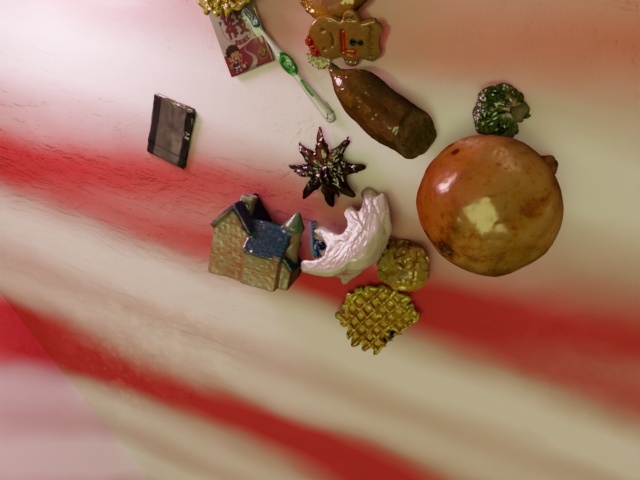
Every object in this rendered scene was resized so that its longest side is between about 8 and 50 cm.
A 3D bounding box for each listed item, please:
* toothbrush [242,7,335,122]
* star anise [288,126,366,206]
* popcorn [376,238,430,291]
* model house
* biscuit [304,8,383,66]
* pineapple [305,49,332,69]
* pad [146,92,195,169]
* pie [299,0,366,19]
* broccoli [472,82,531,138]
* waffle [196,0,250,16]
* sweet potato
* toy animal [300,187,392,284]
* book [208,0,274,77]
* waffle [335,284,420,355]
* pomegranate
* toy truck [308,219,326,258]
[{"bbox_3d":[-0.091,-0.529,1.471,0.042,0.040,0.418,-38,103,10],"label":"toothbrush"},{"bbox_3d":[0.006,-0.221,1.540,0.271,0.102,0.272,8,113,20],"label":"star anise"},{"bbox_3d":[0.267,0.081,1.556,0.179,0.180,0.170,-8,138,23],"label":"popcorn"},{"bbox_3d":[-0.202,-0.013,1.642,0.312,0.245,0.280,14,109,13],"label":"model house"},{"bbox_3d":[0.063,-0.570,1.364,0.225,0.036,0.166,12,144,11],"label":"biscuit"},{"bbox_3d":[-0.008,-0.540,1.451,0.083,0.019,0.045,27,116,4],"label":"pineapple"},{"bbox_3d":[-0.536,-0.388,1.716,0.174,0.022,0.233,26,120,8],"label":"pad"},{"bbox_3d":[0.040,-0.739,1.319,0.273,0.069,0.274,7,111,19],"label":"pie"},{"bbox_3d":[0.487,-0.346,1.293,0.162,0.138,0.146,2,107,-23],"label":"broccoli"},{"bbox_3d":[-0.277,-0.792,1.411,0.254,0.052,0.245,-12,98,23],"label":"waffle"},{"bbox_3d":[0.163,-0.382,1.387,0.369,0.157,0.158,41,121,12],"label":"sweet potato"},{"bbox_3d":[0.122,0.001,1.572,0.266,0.308,0.188,-1,152,40],"label":"toy animal"},{"bbox_3d":[-0.251,-0.646,1.494,0.162,0.022,0.232,-12,108,23],"label":"book"},{"bbox_3d":[0.202,0.279,1.709,0.309,0.065,0.284,1,111,24],"label":"waffle"},{"bbox_3d":[0.467,-0.108,1.281,0.409,0.410,0.410,8,115,17],"label":"pomegranate"},{"bbox_3d":[0.000,0.000,1.666,0.074,0.063,0.136,12,115,37],"label":"toy truck"}]
